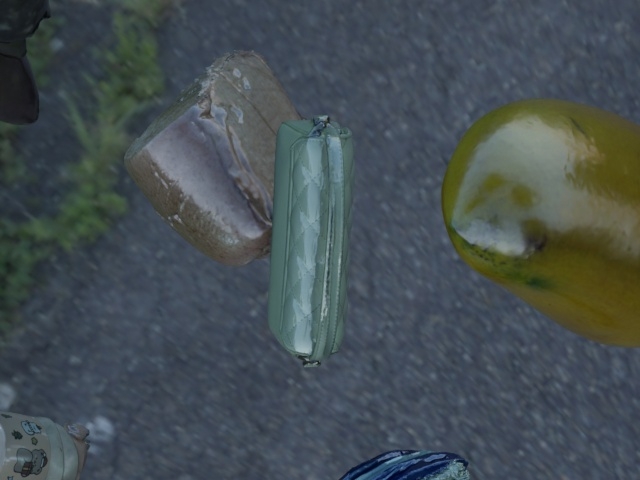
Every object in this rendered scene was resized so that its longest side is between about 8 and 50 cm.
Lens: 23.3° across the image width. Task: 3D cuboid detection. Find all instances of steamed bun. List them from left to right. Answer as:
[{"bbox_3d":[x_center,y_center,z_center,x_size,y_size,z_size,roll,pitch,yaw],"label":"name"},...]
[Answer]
[{"bbox_3d":[-0.127,-0.089,1.993,0.199,0.301,0.251,-30,101,25],"label":"steamed bun"}]

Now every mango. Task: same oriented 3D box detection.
[{"bbox_3d":[0.226,-0.017,1.341,0.173,0.317,0.211,-33,54,38],"label":"mango"}]

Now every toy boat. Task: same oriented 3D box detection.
[{"bbox_3d":[0.105,0.326,1.509,0.220,0.067,0.291,-37,42,-11],"label":"toy boat"}]

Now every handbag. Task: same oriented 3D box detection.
[{"bbox_3d":[0.000,0.000,1.567,0.079,0.219,0.256,1,99,-10],"label":"handbag"}]

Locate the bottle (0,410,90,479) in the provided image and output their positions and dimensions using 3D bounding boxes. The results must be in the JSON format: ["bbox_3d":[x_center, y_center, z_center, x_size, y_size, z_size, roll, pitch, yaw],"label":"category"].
[{"bbox_3d":[-0.312,0.231,1.645,0.099,0.152,0.099,-8,76,35],"label":"bottle"}]

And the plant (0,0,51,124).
[{"bbox_3d":[-0.242,-0.184,0.947,0.321,0.194,0.182,128,146,-52],"label":"plant"}]
